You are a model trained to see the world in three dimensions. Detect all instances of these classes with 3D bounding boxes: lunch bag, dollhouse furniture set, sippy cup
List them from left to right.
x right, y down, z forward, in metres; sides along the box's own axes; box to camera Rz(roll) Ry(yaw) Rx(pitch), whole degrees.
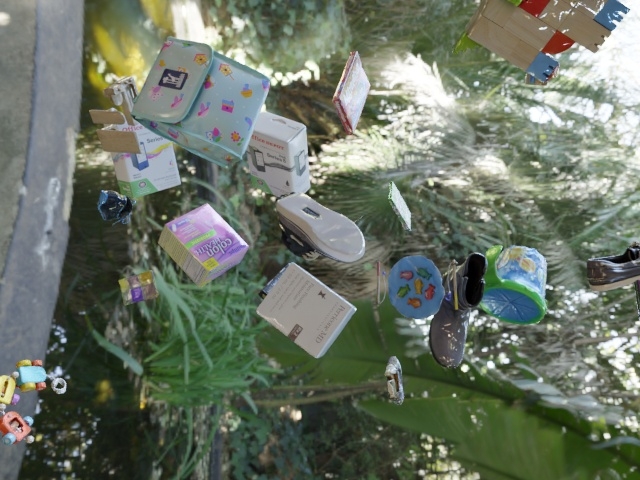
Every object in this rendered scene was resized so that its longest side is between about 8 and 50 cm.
[{"bbox_3d":[-0.468,-0.316,1.314,0.151,0.123,0.144,-52,142,-47],"label":"dollhouse furniture set"},{"bbox_3d":[-0.278,-0.324,1.222,0.160,0.262,0.223,-8,-120,65],"label":"lunch bag"},{"bbox_3d":[0.711,0.149,1.902,0.224,0.240,0.305,-61,154,-30],"label":"sippy cup"}]

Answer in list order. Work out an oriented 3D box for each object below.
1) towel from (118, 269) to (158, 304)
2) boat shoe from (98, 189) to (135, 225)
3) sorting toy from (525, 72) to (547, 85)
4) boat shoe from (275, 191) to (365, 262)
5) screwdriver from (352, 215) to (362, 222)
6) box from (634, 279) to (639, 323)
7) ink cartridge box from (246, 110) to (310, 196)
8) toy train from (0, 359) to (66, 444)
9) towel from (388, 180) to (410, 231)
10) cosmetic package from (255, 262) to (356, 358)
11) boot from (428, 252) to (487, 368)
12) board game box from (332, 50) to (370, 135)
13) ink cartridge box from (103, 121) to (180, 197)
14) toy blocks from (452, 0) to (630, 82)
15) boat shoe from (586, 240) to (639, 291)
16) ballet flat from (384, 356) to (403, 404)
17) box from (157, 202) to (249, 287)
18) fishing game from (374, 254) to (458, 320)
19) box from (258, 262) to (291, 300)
[{"bbox_3d":[-0.388,0.101,1.122,0.009,0.083,0.060,26,49,-79],"label":"towel"},{"bbox_3d":[-0.643,-0.098,1.671,0.258,0.089,0.109,-170,-91,-76],"label":"boat shoe"},{"bbox_3d":[0.578,-0.456,1.396,0.062,0.012,0.083,19,-60,39],"label":"sorting toy"},{"bbox_3d":[0.000,0.000,1.476,0.340,0.127,0.158,41,-35,41],"label":"boat shoe"},{"bbox_3d":[0.071,-0.029,1.616,0.025,0.170,0.024,59,32,-1],"label":"screwdriver"},{"bbox_3d":[0.718,0.111,1.084,0.029,0.116,0.162,43,45,-72],"label":"box"},{"bbox_3d":[-0.151,-0.294,1.861,0.114,0.198,0.272,-50,151,-34],"label":"ink cartridge box"},{"bbox_3d":[-0.557,0.299,0.977,0.125,0.046,0.166,53,18,-14],"label":"toy train"},{"bbox_3d":[0.266,-0.113,1.782,0.152,0.023,0.113,55,27,-30],"label":"towel"},{"bbox_3d":[-0.030,0.172,1.289,0.151,0.184,0.151,-54,168,-3],"label":"cosmetic package"},{"bbox_3d":[0.425,0.217,1.618,0.222,0.118,0.338,108,-10,-72],"label":"boot"},{"bbox_3d":[0.108,-0.500,1.776,0.145,0.027,0.281,58,37,-41],"label":"board game box"},{"bbox_3d":[-0.508,-0.246,1.504,0.093,0.154,0.212,14,-61,46],"label":"ink cartridge box"},{"bbox_3d":[0.489,-0.486,1.063,0.381,0.261,0.190,-57,-170,32],"label":"toy blocks"},{"bbox_3d":[0.593,0.034,0.973,0.075,0.206,0.064,127,-56,-89],"label":"boat shoe"},{"bbox_3d":[0.170,0.323,1.227,0.041,0.041,0.114,93,-6,-58],"label":"ballet flat"},{"bbox_3d":[-0.435,0.015,1.958,0.243,0.213,0.117,46,-46,9],"label":"box"},{"bbox_3d":[0.264,0.136,1.497,0.041,0.264,0.189,1,91,-51],"label":"fishing game"},{"bbox_3d":[-0.096,0.215,1.957,0.175,0.220,0.051,-46,178,-41],"label":"box"}]
